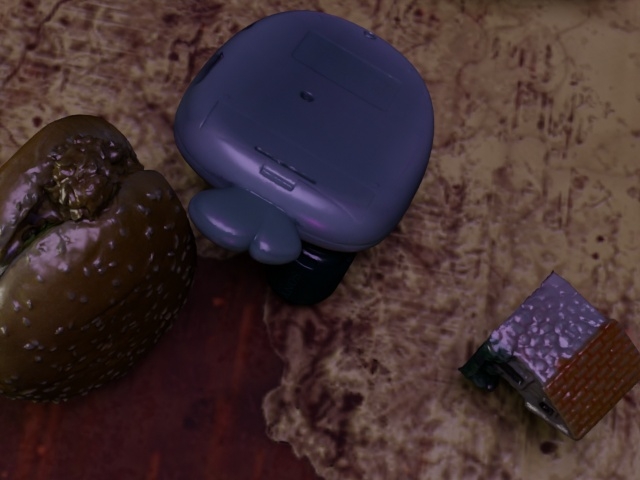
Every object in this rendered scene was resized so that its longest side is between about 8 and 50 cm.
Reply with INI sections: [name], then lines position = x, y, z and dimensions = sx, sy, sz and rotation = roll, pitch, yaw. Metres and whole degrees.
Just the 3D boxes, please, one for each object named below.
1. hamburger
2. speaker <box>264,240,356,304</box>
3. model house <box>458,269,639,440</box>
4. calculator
[hamburger]
position = -0.169, 0.020, 0.957
dimensions = 0.122, 0.215, 0.189
rotation = 39, 69, 15
[speaker]
position = 0.005, 0.002, 1.065
dimensions = 0.094, 0.075, 0.060
rotation = -34, 77, -29
[model house]
position = 0.169, 0.096, 1.036
dimensions = 0.100, 0.100, 0.088
rotation = 44, 68, 8
[calculator]
position = -0.008, -0.083, 1.054
dimensions = 0.186, 0.041, 0.299
rotation = 31, 40, 0
